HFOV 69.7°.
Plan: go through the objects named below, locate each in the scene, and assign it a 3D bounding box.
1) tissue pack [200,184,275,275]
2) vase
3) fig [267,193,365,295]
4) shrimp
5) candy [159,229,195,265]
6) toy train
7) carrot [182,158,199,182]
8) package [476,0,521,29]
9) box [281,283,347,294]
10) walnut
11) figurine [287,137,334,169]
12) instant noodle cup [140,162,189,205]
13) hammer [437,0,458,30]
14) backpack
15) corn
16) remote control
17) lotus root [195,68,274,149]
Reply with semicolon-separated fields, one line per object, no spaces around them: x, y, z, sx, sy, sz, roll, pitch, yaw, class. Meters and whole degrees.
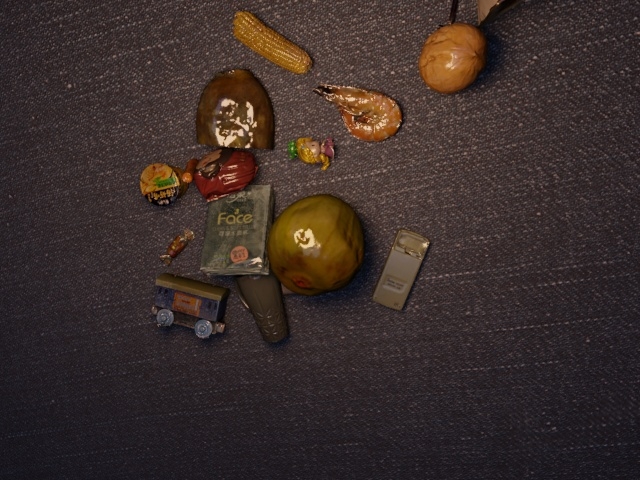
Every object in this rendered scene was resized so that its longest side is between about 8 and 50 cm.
-0.282;-0.035;1.592;0.227;0.103;0.316;-2;67;8;tissue pack
-0.213;0.222;1.700;0.251;0.156;0.301;-3;110;39;vase
-0.012;0.002;1.518;0.343;0.343;0.344;2;103;10;fig
0.115;-0.427;1.527;0.316;0.062;0.164;19;108;3;shrimp
-0.552;0.028;1.758;0.053;0.046;0.182;43;104;-3;candy
-0.495;0.247;1.762;0.299;0.131;0.202;13;97;6;toy train
-0.453;-0.245;1.620;0.055;0.161;0.055;-3;116;-6;carrot
0.509;-0.735;1.253;0.221;0.311;0.165;-31;98;16;package
-0.025;0.139;1.683;0.243;0.055;0.103;-5;101;11;box
0.396;-0.539;1.368;0.195;0.221;0.196;-4;103;-16;walnut
-0.033;-0.292;1.572;0.156;0.095;0.115;-3;124;-7;figurine
-0.557;-0.206;1.667;0.151;0.122;0.152;2;102;8;instant noodle cup
0.411;-0.733;1.423;0.065;0.021;0.179;12;104;8;hammer
-0.319;-0.235;1.570;0.229;0.229;0.139;-7;122;12;backpack
-0.157;-0.644;1.510;0.291;0.101;0.101;30;106;-1;corn
0.283;0.103;1.632;0.123;0.038;0.286;19;103;4;remote control
-0.288;-0.447;1.553;0.266;0.149;0.261;7;104;6;lotus root
